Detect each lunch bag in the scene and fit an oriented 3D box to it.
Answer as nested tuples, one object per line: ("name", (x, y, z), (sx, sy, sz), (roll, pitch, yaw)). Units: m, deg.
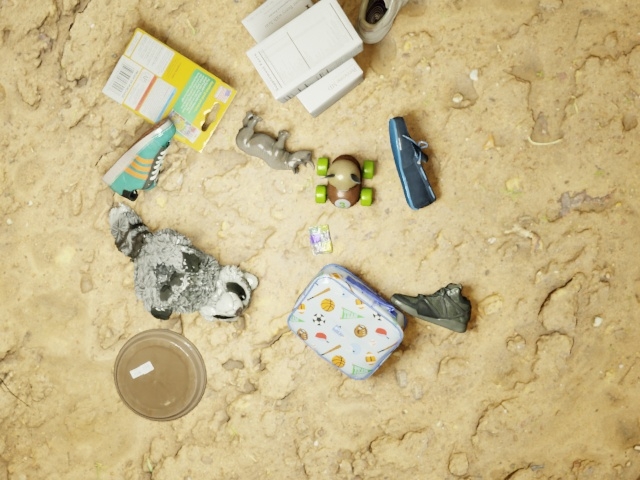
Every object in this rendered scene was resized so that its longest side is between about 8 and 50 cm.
("lunch bag", (0.080, 0.220, 1.909), (0.303, 0.115, 0.243), (36, 114, -1))

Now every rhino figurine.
("rhino figurine", (-0.122, -0.253, 1.924), (0.243, 0.073, 0.106), (29, 93, 0))

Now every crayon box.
("crayon box", (-0.405, -0.406, 1.927), (0.323, 0.083, 0.203), (33, 98, 2))

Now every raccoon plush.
("raccoon plush", (-0.361, 0.050, 1.958), (0.216, 0.299, 0.446), (-44, 58, 22))

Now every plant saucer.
("plant saucer", (-0.469, 0.394, 2.032), (0.278, 0.041, 0.277), (1, 96, 5))

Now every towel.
("towel", (0.000, 0.000, 1.969), (0.060, 0.009, 0.083), (-9, 95, 6))

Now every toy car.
("toy car", (0.061, -0.155, 1.859), (0.155, 0.188, 0.148), (4, 96, 5))

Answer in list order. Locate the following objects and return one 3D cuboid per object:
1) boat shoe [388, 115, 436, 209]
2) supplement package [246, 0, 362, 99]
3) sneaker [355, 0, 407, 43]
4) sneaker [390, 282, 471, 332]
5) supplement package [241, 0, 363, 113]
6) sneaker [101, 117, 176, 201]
("boat shoe", (0.249, -0.215, 1.896), (0.089, 0.109, 0.258), (-17, 110, -1))
("supplement package", (-0.035, -0.455, 1.687), (0.244, 0.134, 0.139), (-32, 93, 8))
("sneaker", (0.193, -0.657, 1.819), (0.114, 0.152, 0.305), (29, 96, 4))
("sneaker", (0.310, 0.160, 1.924), (0.228, 0.087, 0.130), (18, 95, 0))
("supplement package", (-0.039, -0.494, 1.841), (0.177, 0.175, 0.293), (-37, 92, 6))
("sneaker", (-0.469, -0.215, 1.913), (0.121, 0.108, 0.302), (43, 127, -17))
